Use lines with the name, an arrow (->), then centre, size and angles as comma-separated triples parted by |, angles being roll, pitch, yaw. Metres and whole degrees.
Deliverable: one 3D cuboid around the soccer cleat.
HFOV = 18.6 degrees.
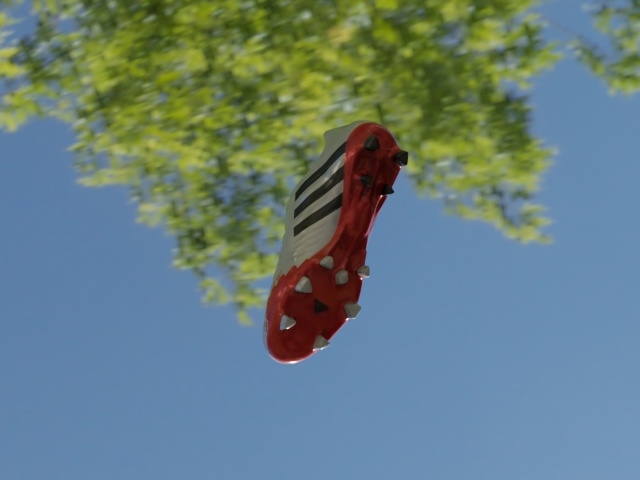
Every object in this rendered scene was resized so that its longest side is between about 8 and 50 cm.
soccer cleat -> 0.000, 0.000, 0.622 | 0.029, 0.035, 0.083 | 28, -101, -34
